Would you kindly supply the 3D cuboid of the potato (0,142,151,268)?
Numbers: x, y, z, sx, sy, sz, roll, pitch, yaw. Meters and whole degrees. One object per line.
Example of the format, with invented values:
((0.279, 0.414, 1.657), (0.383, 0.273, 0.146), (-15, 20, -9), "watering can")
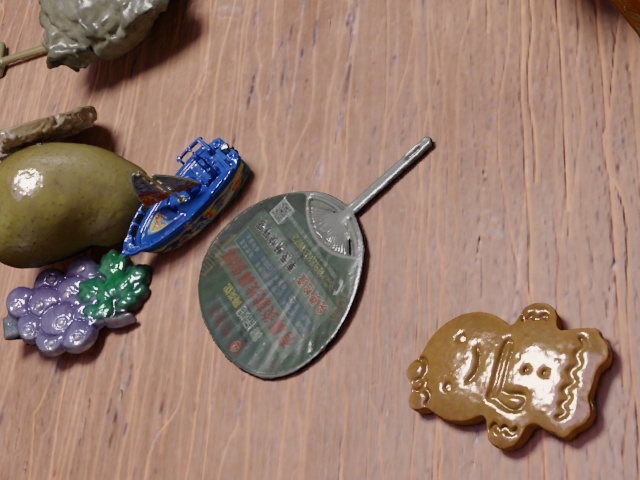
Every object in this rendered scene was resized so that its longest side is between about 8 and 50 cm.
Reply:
((-0.295, -0.042, 1.369), (0.194, 0.157, 0.157), (-3, 57, 7), "potato")

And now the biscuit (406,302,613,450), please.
((0.162, 0.112, 1.019), (0.184, 0.027, 0.133), (20, 76, 42), "biscuit")

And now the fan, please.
((-0.028, 0.003, 1.237), (0.223, 0.012, 0.294), (13, 71, 41), "fan")

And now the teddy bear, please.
((-0.272, -0.389, 1.566), (0.357, 0.224, 0.368), (4, 79, 35), "teddy bear")

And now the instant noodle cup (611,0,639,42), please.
((0.339, -0.259, 1.030), (0.215, 0.172, 0.216), (-18, 53, 25), "instant noodle cup")

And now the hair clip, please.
((-0.278, 0.079, 1.349), (0.195, 0.052, 0.124), (-21, 59, 13), "hair clip")

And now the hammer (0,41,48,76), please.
((-0.398, -0.279, 1.679), (0.195, 0.028, 0.060), (-9, 51, 27), "hammer")

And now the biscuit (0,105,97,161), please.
((-0.343, -0.136, 1.467), (0.133, 0.032, 0.250), (-21, 6, -15), "biscuit")

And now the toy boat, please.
((-0.171, -0.053, 1.306), (0.175, 0.110, 0.091), (-49, 46, 2), "toy boat")
